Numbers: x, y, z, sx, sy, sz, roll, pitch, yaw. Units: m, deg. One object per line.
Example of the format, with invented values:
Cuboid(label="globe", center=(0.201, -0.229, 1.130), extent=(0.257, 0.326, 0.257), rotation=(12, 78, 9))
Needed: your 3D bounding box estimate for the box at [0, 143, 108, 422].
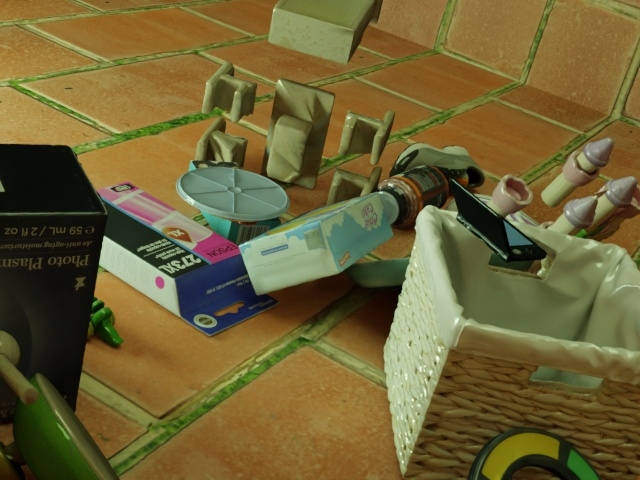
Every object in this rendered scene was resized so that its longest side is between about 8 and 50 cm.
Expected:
Cuboid(label="box", center=(-0.425, 0.055, 1.067), extent=(0.296, 0.294, 0.182), rotation=(-2, 33, -31))

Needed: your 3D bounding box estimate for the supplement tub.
Cuboid(label="supplement tub", center=(0.176, -0.087, 1.888), extent=(0.106, 0.106, 0.198), rotation=(28, 28, 25))

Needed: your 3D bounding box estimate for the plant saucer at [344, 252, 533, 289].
Cuboid(label="plant saucer", center=(0.197, 0.052, 1.534), extent=(0.318, 0.043, 0.317), rotation=(-4, -5, 0))

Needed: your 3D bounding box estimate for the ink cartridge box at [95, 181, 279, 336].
Cuboid(label="ink cartridge box", center=(-0.253, 0.020, 1.501), extent=(0.371, 0.069, 0.176), rotation=(31, 30, 25))

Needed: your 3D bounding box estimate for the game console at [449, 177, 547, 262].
Cuboid(label="game console", center=(0.237, -0.030, 1.241), extent=(0.107, 0.071, 0.122), rotation=(-3, 32, -29))

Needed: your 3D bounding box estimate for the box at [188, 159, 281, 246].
Cuboid(label="box", center=(-0.165, -0.069, 1.722), extent=(0.101, 0.060, 0.244), rotation=(0, 30, -28))

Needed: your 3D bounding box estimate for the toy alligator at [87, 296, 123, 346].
Cuboid(label="toy alligator", center=(-0.350, 0.088, 1.317), extent=(0.190, 0.051, 0.056), rotation=(27, 28, 24))

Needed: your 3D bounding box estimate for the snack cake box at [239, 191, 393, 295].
Cuboid(label="snack cake box", center=(0.000, 0.000, 1.532), extent=(0.152, 0.089, 0.264), rotation=(-17, 6, 25))

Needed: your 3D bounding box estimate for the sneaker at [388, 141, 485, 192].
Cuboid(label="sneaker", center=(0.264, -0.155, 2.085), extent=(0.272, 0.100, 0.108), rotation=(-8, 39, -38))

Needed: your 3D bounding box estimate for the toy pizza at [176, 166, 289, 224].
Cuboid(label="toy pizza", center=(-0.154, -0.075, 1.633), extent=(0.201, 0.032, 0.201), rotation=(10, 26, -5))

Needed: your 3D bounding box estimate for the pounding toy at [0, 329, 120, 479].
Cuboid(label="pounding toy", center=(-0.299, 0.223, 0.956), extent=(0.110, 0.236, 0.183), rotation=(-35, 32, -14))

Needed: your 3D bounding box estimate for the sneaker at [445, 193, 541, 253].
Cuboid(label="sneaker", center=(0.358, 0.002, 1.817), extent=(0.282, 0.102, 0.161), rotation=(25, 30, 19))

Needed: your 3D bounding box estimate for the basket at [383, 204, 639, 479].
Cuboid(label="basket", center=(0.274, 0.159, 1.264), extent=(0.329, 0.266, 0.331), rotation=(11, 25, -8))

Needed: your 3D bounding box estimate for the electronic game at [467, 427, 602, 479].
Cuboid(label="electronic game", center=(0.258, 0.326, 1.058), extent=(0.229, 0.048, 0.229), rotation=(17, 55, -26))

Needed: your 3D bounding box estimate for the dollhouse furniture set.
Cuboid(label="dollhouse furniture set", center=(-0.021, -0.302, 1.872), extent=(0.362, 0.394, 0.256), rotation=(17, 34, 6))

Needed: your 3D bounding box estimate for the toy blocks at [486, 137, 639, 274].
Cuboid(label="toy blocks", center=(0.495, -0.028, 1.649), extent=(0.289, 0.260, 0.309), rotation=(-20, 69, -39))
